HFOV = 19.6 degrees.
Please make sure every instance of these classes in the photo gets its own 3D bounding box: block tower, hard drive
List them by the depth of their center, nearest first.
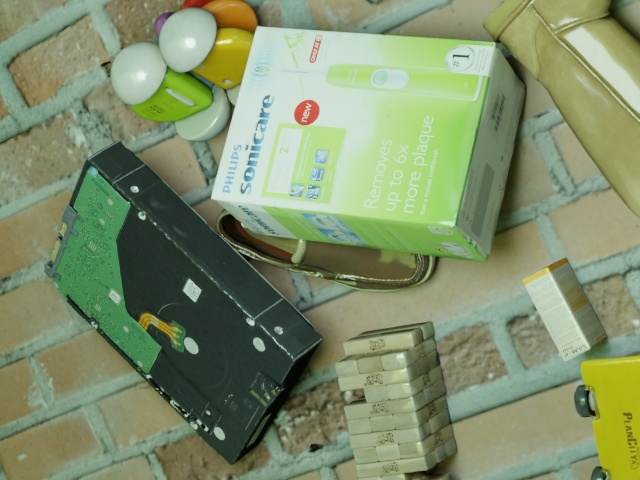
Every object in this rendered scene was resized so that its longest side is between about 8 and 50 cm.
[{"bbox_3d":[0.102,0.268,2.085,0.097,0.091,0.335,-10,95,29],"label":"block tower"},{"bbox_3d":[-0.167,0.074,2.154,0.339,0.064,0.237,42,138,13],"label":"hard drive"}]

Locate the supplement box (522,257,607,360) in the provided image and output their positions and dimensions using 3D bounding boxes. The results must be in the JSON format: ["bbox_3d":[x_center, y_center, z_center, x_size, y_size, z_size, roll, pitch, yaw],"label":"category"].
[{"bbox_3d":[0.261,0.073,1.980,0.036,0.062,0.098,-29,86,27],"label":"supplement box"}]

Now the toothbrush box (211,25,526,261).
[{"bbox_3d":[0.053,-0.105,1.973,0.283,0.122,0.206,7,74,27],"label":"toothbrush box"}]

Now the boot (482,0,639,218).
[{"bbox_3d":[0.325,-0.191,1.887,0.269,0.089,0.236,50,127,10],"label":"boot"}]

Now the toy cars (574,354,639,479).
[{"bbox_3d":[0.415,0.268,1.933,0.393,0.087,0.176,42,120,10],"label":"toy cars"}]

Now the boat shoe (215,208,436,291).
[{"bbox_3d":[-0.001,0.008,2.080,0.257,0.095,0.095,11,105,24],"label":"boat shoe"}]

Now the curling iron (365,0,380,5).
[{"bbox_3d":[0.092,-0.381,1.990,0.068,0.035,0.274,31,112,18],"label":"curling iron"}]

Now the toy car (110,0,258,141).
[{"bbox_3d":[-0.144,-0.210,2.097,0.182,0.159,0.136,-30,51,29],"label":"toy car"}]
